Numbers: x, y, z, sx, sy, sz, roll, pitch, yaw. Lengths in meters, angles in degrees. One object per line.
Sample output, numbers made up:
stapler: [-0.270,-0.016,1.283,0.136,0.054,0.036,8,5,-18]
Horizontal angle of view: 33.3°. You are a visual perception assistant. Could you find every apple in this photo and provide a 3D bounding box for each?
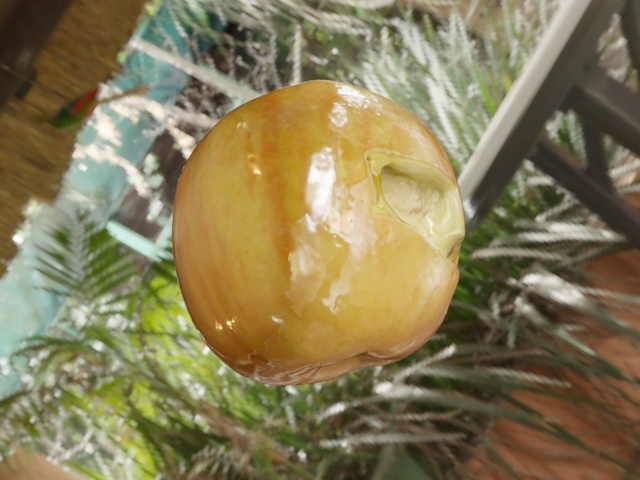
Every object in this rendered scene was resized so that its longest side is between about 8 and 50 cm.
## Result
apple: [0.000,0.000,0.648,0.199,0.199,0.199,-60,-3,-6]
